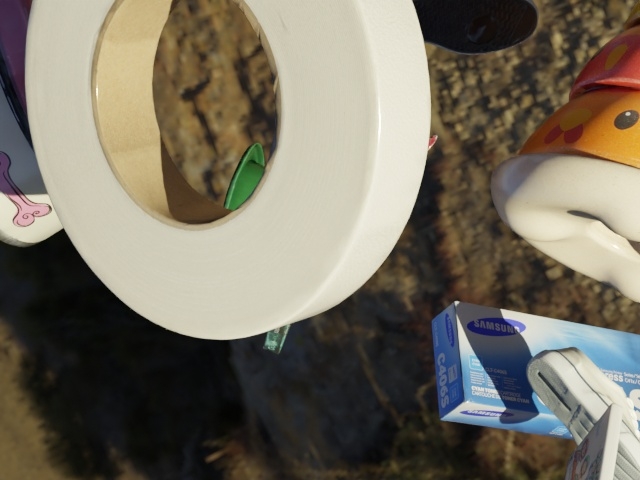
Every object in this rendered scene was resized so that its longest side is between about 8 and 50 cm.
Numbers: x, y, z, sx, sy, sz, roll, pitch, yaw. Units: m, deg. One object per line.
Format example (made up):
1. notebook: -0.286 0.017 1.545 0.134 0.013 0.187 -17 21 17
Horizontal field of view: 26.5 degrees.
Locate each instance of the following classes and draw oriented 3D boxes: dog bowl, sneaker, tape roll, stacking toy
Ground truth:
1. dog bowl: -0.326 -0.207 1.556 0.150 0.408 0.408 -15 90 12
2. sneaker: 0.143 -0.322 1.812 0.123 0.290 0.106 -97 12 -53
3. tape roll: -0.088 -0.116 1.090 0.392 0.072 0.392 10 106 38
4. stacking toy: 0.422 -0.184 1.505 0.350 0.480 0.350 22 168 5
5. sneaker: 0.384 0.240 1.805 0.258 0.091 0.094 56 144 24

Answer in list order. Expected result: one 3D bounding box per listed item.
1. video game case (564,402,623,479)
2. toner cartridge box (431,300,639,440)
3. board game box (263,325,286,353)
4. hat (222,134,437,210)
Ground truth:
1. video game case: 0.308 0.287 1.578 0.019 0.157 0.143 20 142 0
2. toner cartridge box: 0.340 0.204 2.041 0.075 0.347 0.165 132 142 -51
3. board game box: -0.032 0.055 1.915 0.026 0.186 0.126 21 155 3
4. hat: 0.000 0.000 1.360 0.183 0.173 0.208 13 153 6
